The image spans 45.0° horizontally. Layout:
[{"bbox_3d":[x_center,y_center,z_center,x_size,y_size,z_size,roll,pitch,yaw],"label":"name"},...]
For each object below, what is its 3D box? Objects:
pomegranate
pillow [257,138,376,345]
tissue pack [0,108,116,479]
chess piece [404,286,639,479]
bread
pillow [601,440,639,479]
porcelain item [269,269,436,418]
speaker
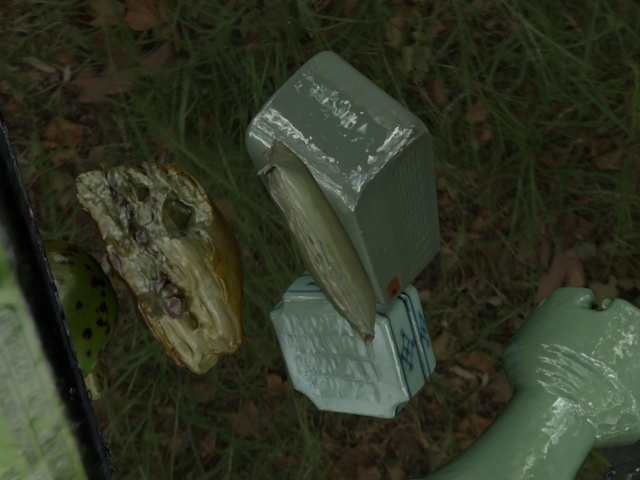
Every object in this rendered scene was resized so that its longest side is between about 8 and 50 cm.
[{"bbox_3d":[-0.407,0.120,1.180,0.231,0.286,0.231,-1,73,3],"label":"pomegranate"},{"bbox_3d":[0.000,0.000,0.775,0.053,0.119,0.208,-29,110,0],"label":"pillow"},{"bbox_3d":[-0.268,-0.029,0.443,0.124,0.288,0.394,-31,137,-32],"label":"tissue pack"},{"bbox_3d":[0.143,0.175,0.570,0.194,0.194,0.299,49,65,-13],"label":"chess piece"},{"bbox_3d":[-0.222,0.011,1.167,0.191,0.370,0.314,-28,102,-15],"label":"bread"},{"bbox_3d":[0.485,0.334,0.885,0.228,0.326,0.101,-4,110,-1],"label":"pillow"},{"bbox_3d":[0.067,0.190,1.512,0.286,0.157,0.281,-3,113,36],"label":"porcelain item"},{"bbox_3d":[0.052,-0.065,1.115,0.184,0.406,0.183,38,77,24],"label":"speaker"}]
